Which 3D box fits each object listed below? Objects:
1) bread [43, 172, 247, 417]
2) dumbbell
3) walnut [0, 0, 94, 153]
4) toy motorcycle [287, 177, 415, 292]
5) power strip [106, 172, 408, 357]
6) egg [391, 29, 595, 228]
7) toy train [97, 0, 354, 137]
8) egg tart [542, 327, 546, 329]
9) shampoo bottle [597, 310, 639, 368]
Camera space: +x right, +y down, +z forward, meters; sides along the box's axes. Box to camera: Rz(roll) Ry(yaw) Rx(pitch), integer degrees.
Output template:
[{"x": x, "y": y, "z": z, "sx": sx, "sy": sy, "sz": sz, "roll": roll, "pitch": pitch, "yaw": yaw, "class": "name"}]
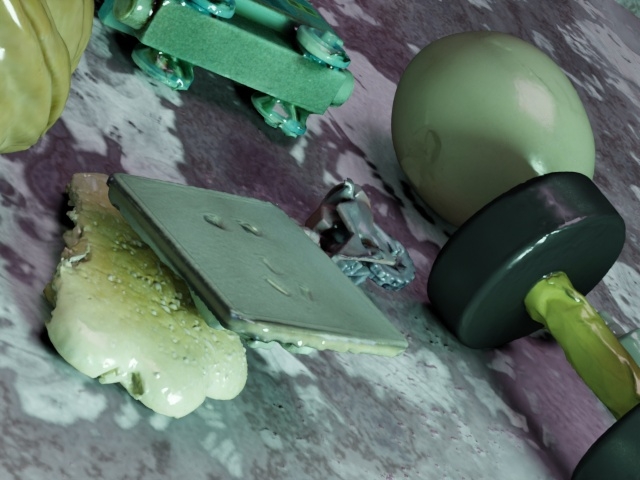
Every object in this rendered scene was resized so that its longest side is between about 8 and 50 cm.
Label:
[{"x": -0.129, "y": 0.041, "z": 1.134, "sx": 0.182, "sy": 0.039, "sz": 0.251, "roll": 30, "pitch": 26, "yaw": -21, "class": "bread"}, {"x": 0.269, "y": 0.110, "z": 1.399, "sx": 0.204, "sy": 0.204, "sz": 0.322, "roll": 6, "pitch": 42, "yaw": -52, "class": "dumbbell"}, {"x": -0.305, "y": -0.176, "z": 0.987, "sx": 0.313, "sy": 0.252, "sz": 0.277, "roll": 43, "pitch": 22, "yaw": -20, "class": "walnut"}, {"x": 0.000, "y": 0.000, "z": 1.343, "sx": 0.212, "sy": 0.084, "sz": 0.118, "roll": -2, "pitch": 56, "yaw": -50, "class": "toy motorcycle"}, {"x": -0.056, "y": 0.037, "z": 1.124, "sx": 0.198, "sy": 0.064, "sz": 0.213, "roll": 14, "pitch": 25, "yaw": -47, "class": "power strip"}, {"x": 0.195, "y": -0.121, "z": 1.664, "sx": 0.269, "sy": 0.219, "sz": 0.219, "roll": 46, "pitch": 24, "yaw": 25, "class": "egg"}, {"x": -0.102, "y": -0.226, "z": 1.541, "sx": 0.298, "sy": 0.120, "sz": 0.194, "roll": 19, "pitch": 25, "yaw": -40, "class": "toy train"}, {"x": 0.242, "y": 0.059, "z": 1.636, "sx": 0.129, "sy": 0.049, "sz": 0.129, "roll": 36, "pitch": 19, "yaw": -14, "class": "egg tart"}, {"x": 0.377, "y": 0.179, "z": 1.585, "sx": 0.085, "sy": 0.085, "sz": 0.262, "roll": 9, "pitch": 38, "yaw": -49, "class": "shampoo bottle"}]
